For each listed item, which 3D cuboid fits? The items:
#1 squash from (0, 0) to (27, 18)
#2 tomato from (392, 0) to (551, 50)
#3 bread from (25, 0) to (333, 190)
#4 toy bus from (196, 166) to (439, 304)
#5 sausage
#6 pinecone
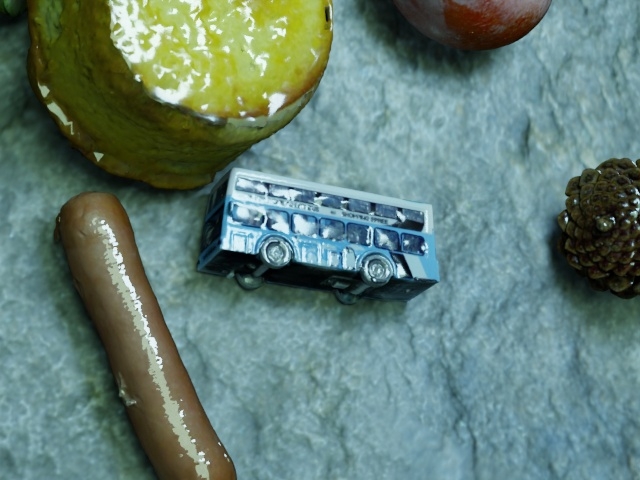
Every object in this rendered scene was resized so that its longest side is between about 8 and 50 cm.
[{"bbox_3d":[-0.403,-0.361,1.685,0.123,0.170,0.170,11,69,-6],"label":"squash"},{"bbox_3d":[0.198,-0.394,1.909,0.270,0.227,0.270,6,81,-43],"label":"tomato"},{"bbox_3d":[-0.167,-0.261,1.699,0.398,0.215,0.398,7,77,-33],"label":"bread"},{"bbox_3d":[0.000,0.000,1.765,0.297,0.106,0.131,11,67,-21],"label":"toy bus"},{"bbox_3d":[-0.205,0.138,1.639,0.094,0.094,0.419,-23,83,-12],"label":"sausage"},{"bbox_3d":[0.432,-0.014,1.912,0.207,0.208,0.208,7,70,-21],"label":"pinecone"}]
